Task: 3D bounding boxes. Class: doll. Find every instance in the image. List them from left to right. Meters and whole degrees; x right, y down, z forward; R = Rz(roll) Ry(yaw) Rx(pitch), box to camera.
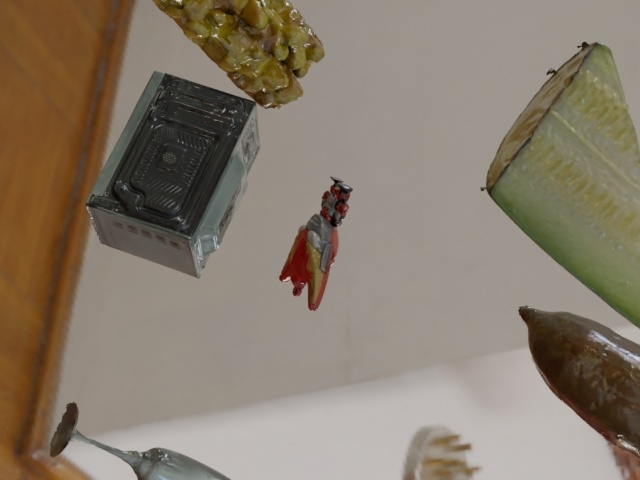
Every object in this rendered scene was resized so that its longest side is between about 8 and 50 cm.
[{"bbox_3d":[0.000,0.000,1.503,0.057,0.169,0.109,22,10,-33],"label":"doll"}]

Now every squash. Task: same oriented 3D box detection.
[{"bbox_3d":[0.319,-0.038,1.158,0.289,0.203,0.111,36,2,-7],"label":"squash"}]

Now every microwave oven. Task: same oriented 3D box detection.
[{"bbox_3d":[-0.176,-0.084,1.395,0.122,0.162,0.208,89,21,-64],"label":"microwave oven"}]

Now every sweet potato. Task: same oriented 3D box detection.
[{"bbox_3d":[0.445,0.219,1.720,0.158,0.370,0.157,-50,160,-25],"label":"sweet potato"}]

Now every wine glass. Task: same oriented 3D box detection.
[{"bbox_3d":[-0.219,0.289,1.437,0.262,0.074,0.074,30,44,-29],"label":"wine glass"}]

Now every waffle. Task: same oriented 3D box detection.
[{"bbox_3d":[-0.078,-0.180,0.786,0.193,0.070,0.197,43,7,-24],"label":"waffle"}]
